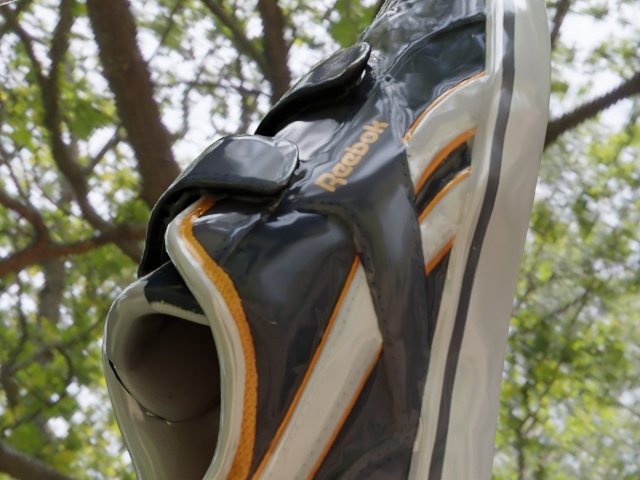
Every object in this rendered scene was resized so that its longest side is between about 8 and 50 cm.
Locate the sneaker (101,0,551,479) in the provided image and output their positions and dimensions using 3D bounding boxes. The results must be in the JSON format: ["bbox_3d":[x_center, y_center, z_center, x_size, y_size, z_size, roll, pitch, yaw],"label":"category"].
[{"bbox_3d":[0.000,0.000,0.468,0.127,0.321,0.126,19,-36,-10],"label":"sneaker"}]

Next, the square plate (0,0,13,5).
[{"bbox_3d":[-0.291,-0.230,0.537,0.344,0.049,0.347,-20,-66,-4],"label":"square plate"}]
